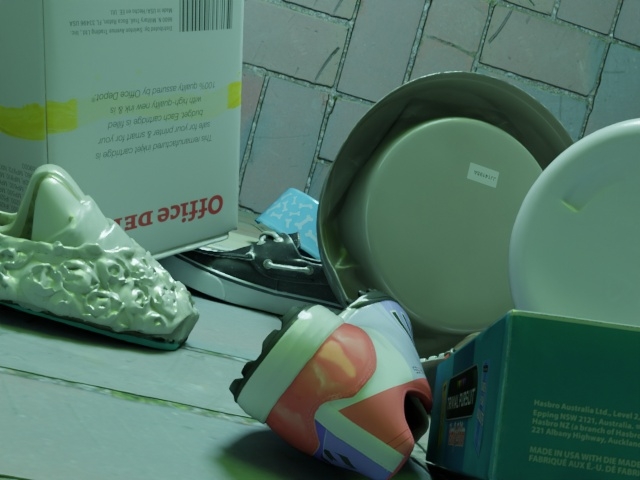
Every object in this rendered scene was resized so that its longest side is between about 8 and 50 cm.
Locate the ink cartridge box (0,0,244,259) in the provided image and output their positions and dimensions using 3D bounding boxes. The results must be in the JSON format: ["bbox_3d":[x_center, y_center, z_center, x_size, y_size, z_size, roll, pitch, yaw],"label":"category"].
[{"bbox_3d":[-0.233,-0.178,1.114,0.160,0.385,0.279,16,20,37],"label":"ink cartridge box"}]

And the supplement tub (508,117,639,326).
[{"bbox_3d":[0.346,0.045,0.950,0.241,0.241,0.331,19,-2,39],"label":"supplement tub"}]

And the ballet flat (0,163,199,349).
[{"bbox_3d":[-0.287,-0.015,0.851,0.408,0.147,0.147,15,4,-14],"label":"ballet flat"}]

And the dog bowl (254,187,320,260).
[{"bbox_3d":[0.000,0.000,1.571,0.166,0.074,0.297,33,-5,13],"label":"dog bowl"}]

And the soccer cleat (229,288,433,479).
[{"bbox_3d":[0.034,0.108,0.758,0.116,0.109,0.318,39,6,12],"label":"soccer cleat"}]

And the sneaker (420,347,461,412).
[{"bbox_3d":[0.113,0.125,0.925,0.157,0.065,0.061,18,5,32],"label":"sneaker"}]

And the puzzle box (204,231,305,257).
[{"bbox_3d":[-0.205,0.006,1.422,0.408,0.052,0.272,14,5,-22],"label":"puzzle box"}]

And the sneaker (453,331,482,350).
[{"bbox_3d":[0.211,0.156,1.027,0.188,0.066,0.071,21,33,32],"label":"sneaker"}]

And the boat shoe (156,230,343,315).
[{"bbox_3d":[-0.052,0.035,1.249,0.301,0.102,0.108,16,4,-2],"label":"boat shoe"}]

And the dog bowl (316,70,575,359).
[{"bbox_3d":[0.153,-0.016,1.196,0.348,0.349,0.102,14,-9,-18],"label":"dog bowl"}]

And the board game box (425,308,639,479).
[{"bbox_3d":[0.203,0.111,0.583,0.253,0.079,0.336,8,-10,2],"label":"board game box"}]
